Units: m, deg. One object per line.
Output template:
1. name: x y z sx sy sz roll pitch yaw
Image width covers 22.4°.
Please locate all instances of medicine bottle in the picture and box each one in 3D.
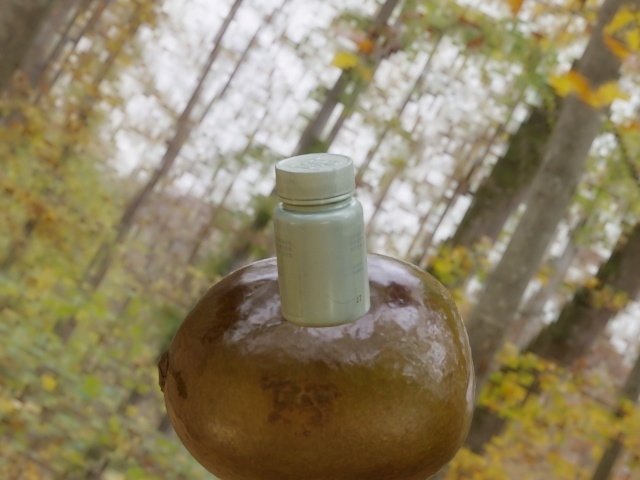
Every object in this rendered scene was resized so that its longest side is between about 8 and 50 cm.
1. medicine bottle: 0.000 0.000 0.828 0.047 0.083 0.047 -4 16 1

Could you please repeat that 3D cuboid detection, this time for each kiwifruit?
1. kiwifruit: -0.004 0.101 1.205 0.234 0.196 0.196 0 -11 -8
